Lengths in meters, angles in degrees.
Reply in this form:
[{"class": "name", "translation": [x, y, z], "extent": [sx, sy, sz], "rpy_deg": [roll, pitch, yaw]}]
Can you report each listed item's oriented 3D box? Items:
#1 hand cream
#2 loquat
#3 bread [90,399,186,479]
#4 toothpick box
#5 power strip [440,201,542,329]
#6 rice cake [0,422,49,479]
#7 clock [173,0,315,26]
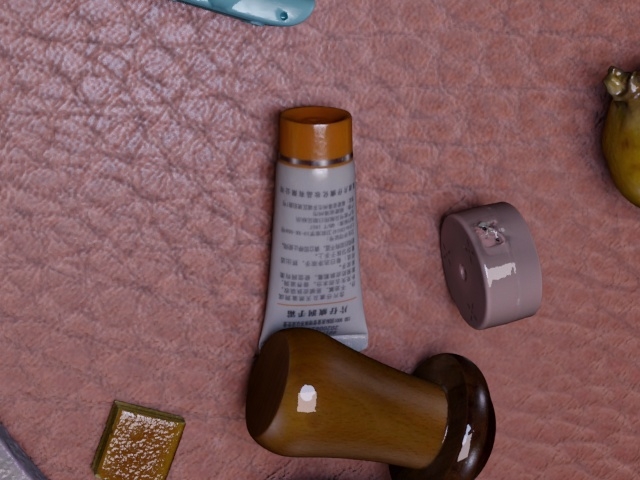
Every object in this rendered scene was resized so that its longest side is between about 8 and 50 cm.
[{"class": "hand cream", "translation": [0.000, 0.000, 1.374], "extent": [0.139, 0.089, 0.314], "rpy_deg": [-1, 108, -13]}, {"class": "loquat", "translation": [0.445, -0.137, 1.425], "extent": [0.246, 0.213, 0.213], "rpy_deg": [32, 91, -20]}, {"class": "bread", "translation": [-0.219, 0.249, 1.387], "extent": [0.090, 0.035, 0.095], "rpy_deg": [18, 96, -21]}, {"class": "toothpick box", "translation": [0.068, 0.210, 1.384], "extent": [0.294, 0.192, 0.192], "rpy_deg": [17, 97, -21]}, {"class": "power strip", "translation": [0.210, 0.029, 1.409], "extent": [0.078, 0.154, 0.154], "rpy_deg": [-12, 106, -12]}, {"class": "rice cake", "translation": [-0.361, 0.282, 1.338], "extent": [0.072, 0.056, 0.365], "rpy_deg": [-35, 110, -1]}, {"class": "clock", "translation": [-0.090, -0.383, 1.253], "extent": [0.223, 0.094, 0.274], "rpy_deg": [11, 100, -21]}]
